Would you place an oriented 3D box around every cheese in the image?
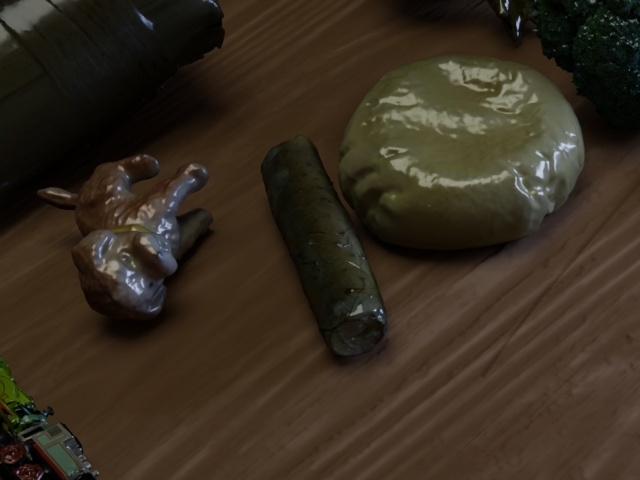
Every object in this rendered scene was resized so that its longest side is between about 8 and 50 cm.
[{"bbox_3d":[0.135,-0.080,1.755,0.226,0.117,0.214,9,46,22],"label":"cheese"}]

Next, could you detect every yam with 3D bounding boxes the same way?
[{"bbox_3d":[0.000,0.000,1.716,0.071,0.067,0.317,-32,36,8],"label":"yam"}]

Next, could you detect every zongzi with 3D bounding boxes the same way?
[{"bbox_3d":[-0.380,-0.173,2.057,0.500,0.218,0.467,-39,15,-16],"label":"zongzi"}]

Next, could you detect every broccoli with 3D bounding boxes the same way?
[{"bbox_3d":[0.332,-0.230,1.833,0.270,0.270,0.270,-19,2,-10],"label":"broccoli"}]

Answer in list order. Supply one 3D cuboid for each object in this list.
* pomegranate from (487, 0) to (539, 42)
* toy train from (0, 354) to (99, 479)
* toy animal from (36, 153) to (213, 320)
[{"bbox_3d":[0.155,-0.355,2.064,0.230,0.231,0.286,-9,45,6],"label":"pomegranate"},{"bbox_3d":[-0.261,0.170,1.572,0.085,0.053,0.249,-22,35,-24],"label":"toy train"},{"bbox_3d":[-0.210,0.006,1.753,0.183,0.104,0.185,0,41,14],"label":"toy animal"}]
